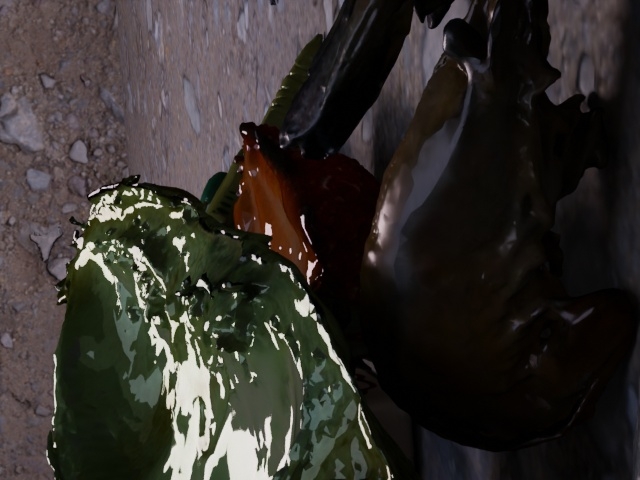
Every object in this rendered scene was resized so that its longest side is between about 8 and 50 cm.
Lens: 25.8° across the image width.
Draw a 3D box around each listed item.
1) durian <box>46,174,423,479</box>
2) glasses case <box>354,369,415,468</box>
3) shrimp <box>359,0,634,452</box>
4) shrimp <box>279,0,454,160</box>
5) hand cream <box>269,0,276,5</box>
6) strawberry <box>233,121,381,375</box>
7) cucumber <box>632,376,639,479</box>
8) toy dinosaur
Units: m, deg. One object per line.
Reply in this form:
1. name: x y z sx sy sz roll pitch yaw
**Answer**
1. durian: -0.072 0.088 0.702 0.394 0.163 0.198 38 152 57
2. glasses case: -0.044 0.125 0.989 0.336 0.144 0.076 -162 66 -75
3. shrimp: 0.090 -0.034 0.545 0.066 0.117 0.262 -49 -19 -57
4. shrimp: 0.033 -0.103 0.566 0.198 0.051 0.262 -56 -1 -16
5. hand cream: -0.039 -0.224 1.098 0.093 0.019 0.030 103 159 -60
6. strawberry: 0.001 0.003 0.857 0.192 0.085 0.140 -150 59 -68
7. cucumber: 0.122 0.066 0.417 0.064 0.064 0.112 -146 51 -74
8. toy dinosaur: -0.048 -0.021 0.996 0.153 0.094 0.259 101 -169 -77
